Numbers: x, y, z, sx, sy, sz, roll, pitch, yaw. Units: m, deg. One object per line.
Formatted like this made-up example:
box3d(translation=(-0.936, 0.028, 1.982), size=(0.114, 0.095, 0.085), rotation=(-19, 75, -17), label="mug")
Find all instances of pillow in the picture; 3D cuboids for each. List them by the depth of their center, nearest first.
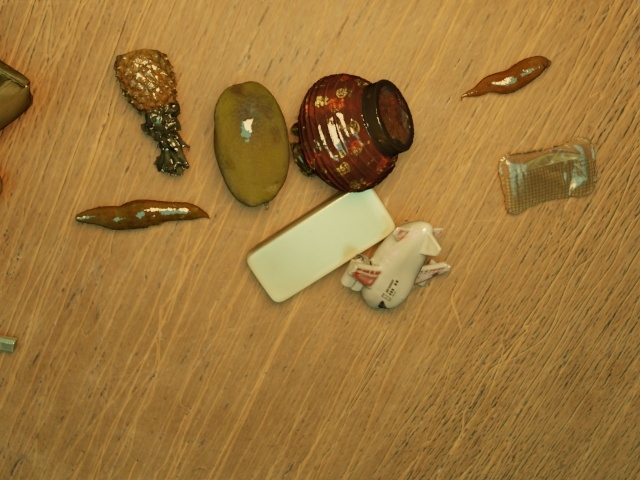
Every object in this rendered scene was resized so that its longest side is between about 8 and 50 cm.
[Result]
box3d(translation=(0.494, -0.143, 1.216), size=(0.211, 0.034, 0.135), rotation=(-15, 102, 0), label="pillow")

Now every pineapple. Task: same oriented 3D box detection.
box3d(translation=(-0.324, -0.249, 1.121), size=(0.125, 0.125, 0.251), rotation=(-12, 109, 1), label="pineapple")

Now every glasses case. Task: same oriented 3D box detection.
box3d(translation=(0.000, 0.000, 1.211), size=(0.313, 0.070, 0.131), rotation=(-33, 102, 5), label="glasses case")

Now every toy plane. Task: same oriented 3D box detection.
box3d(translation=(0.163, 0.055, 1.173), size=(0.252, 0.118, 0.252), rotation=(-15, 143, -12), label="toy plane")

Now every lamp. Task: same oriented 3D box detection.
box3d(translation=(0.052, -0.207, 1.092), size=(0.247, 0.247, 0.247), rotation=(-1, 103, -2), label="lamp")

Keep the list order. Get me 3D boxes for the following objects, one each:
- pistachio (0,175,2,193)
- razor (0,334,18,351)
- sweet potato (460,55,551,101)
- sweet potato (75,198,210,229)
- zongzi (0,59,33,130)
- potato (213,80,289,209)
box3d(translation=(-0.758, -0.118, 1.131), size=(0.226, 0.136, 0.136), rotation=(-2, 103, 3), label="pistachio")
box3d(translation=(-0.814, 0.201, 1.233), size=(0.278, 0.056, 0.111), rotation=(15, 101, -5), label="razor")
box3d(translation=(0.381, -0.330, 1.161), size=(0.195, 0.056, 0.056), rotation=(-19, 103, 8), label="sweet potato")
box3d(translation=(-0.372, -0.055, 1.189), size=(0.273, 0.067, 0.067), rotation=(-3, 103, -7), label="sweet potato")
box3d(translation=(-0.807, -0.277, 0.989), size=(0.447, 0.181, 0.418), rotation=(36, 72, -10), label="zongzi")
box3d(translation=(-0.136, -0.181, 1.108), size=(0.159, 0.174, 0.251), rotation=(-6, 106, 20), label="potato")
